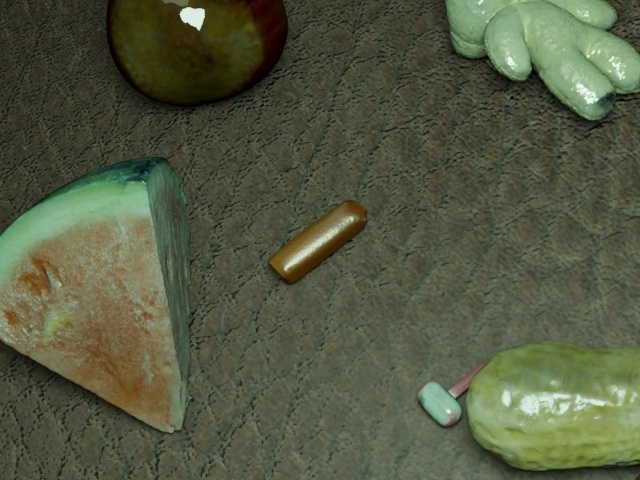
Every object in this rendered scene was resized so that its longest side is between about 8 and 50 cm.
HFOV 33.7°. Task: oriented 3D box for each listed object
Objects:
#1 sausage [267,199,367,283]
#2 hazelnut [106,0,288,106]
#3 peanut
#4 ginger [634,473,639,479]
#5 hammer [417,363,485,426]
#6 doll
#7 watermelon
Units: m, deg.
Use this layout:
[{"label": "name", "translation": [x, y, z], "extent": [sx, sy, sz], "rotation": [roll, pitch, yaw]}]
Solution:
[{"label": "sausage", "translation": [0.000, 0.000, 1.240], "extent": [0.131, 0.041, 0.039], "rotation": [-37, 54, -7]}, {"label": "hazelnut", "translation": [-0.155, -0.282, 1.359], "extent": [0.229, 0.229, 0.230], "rotation": [-6, 60, 11]}, {"label": "peanut", "translation": [0.254, 0.161, 1.039], "extent": [0.224, 0.129, 0.129], "rotation": [2, 62, 5]}, {"label": "ginger", "translation": [0.346, 0.271, 0.899], "extent": [0.269, 0.223, 0.200], "rotation": [-37, 63, -10]}, {"label": "hammer", "translation": [0.146, 0.158, 1.123], "extent": [0.083, 0.031, 0.052], "rotation": [-36, 62, -14]}, {"label": "doll", "translation": [0.260, -0.246, 1.281], "extent": [0.278, 0.175, 0.149], "rotation": [47, 119, 22]}, {"label": "watermelon", "translation": [-0.246, 0.050, 1.161], "extent": [0.283, 0.250, 0.293], "rotation": [-36, 56, -1]}]
